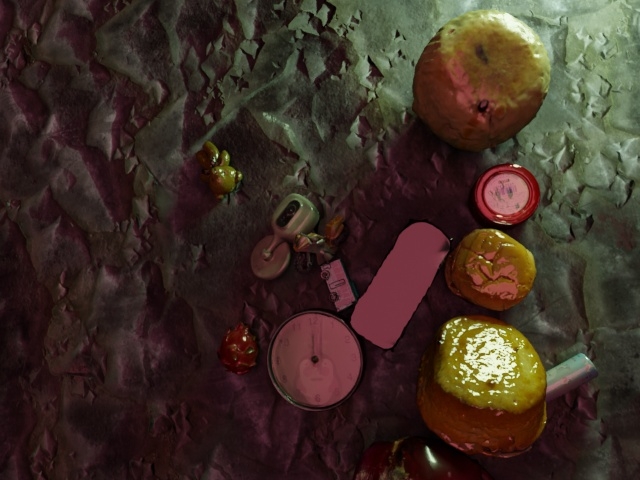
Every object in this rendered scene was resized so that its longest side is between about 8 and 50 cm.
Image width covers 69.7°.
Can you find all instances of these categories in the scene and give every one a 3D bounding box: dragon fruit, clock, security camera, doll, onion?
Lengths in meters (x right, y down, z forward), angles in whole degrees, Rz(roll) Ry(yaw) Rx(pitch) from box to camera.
[{"bbox_3d":[-0.260,0.344,1.458,0.136,0.133,0.166,8,86,18],"label":"dragon fruit"},{"bbox_3d":[-0.015,0.372,1.444,0.318,0.066,0.319,-2,82,11],"label":"clock"},{"bbox_3d":[-0.130,-0.011,1.488,0.157,0.080,0.302,37,91,35],"label":"security camera"},{"bbox_3d":[-0.364,-0.247,1.573,0.137,0.097,0.209,-43,72,9],"label":"doll"},{"bbox_3d":[0.251,0.741,1.167,0.397,0.399,0.420,14,52,12],"label":"onion"}]

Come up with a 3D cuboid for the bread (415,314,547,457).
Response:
[{"bbox_3d":[0.426,0.375,1.231,0.336,0.204,0.358,1,42,14],"label":"bread"}]

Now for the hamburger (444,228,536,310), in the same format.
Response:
[{"bbox_3d":[0.488,0.083,1.337,0.244,0.163,0.245,-1,84,12],"label":"hamburger"}]

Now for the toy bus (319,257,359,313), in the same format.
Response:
[{"bbox_3d":[0.062,0.143,1.451,0.091,0.079,0.160,-22,78,6],"label":"toy bus"}]

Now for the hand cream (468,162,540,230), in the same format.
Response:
[{"bbox_3d":[0.545,-0.127,1.374,0.192,0.125,0.193,-1,85,9],"label":"hand cream"}]

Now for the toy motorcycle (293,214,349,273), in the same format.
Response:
[{"bbox_3d":[0.000,0.000,1.426,0.229,0.130,0.094,-39,34,-25],"label":"toy motorcycle"}]

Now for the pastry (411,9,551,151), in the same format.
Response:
[{"bbox_3d":[0.452,-0.449,1.336,0.388,0.312,0.389,0,93,5],"label":"pastry"}]

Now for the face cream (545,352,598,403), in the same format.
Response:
[{"bbox_3d":[0.663,0.408,1.308,0.229,0.075,0.075,-32,79,4],"label":"face cream"}]

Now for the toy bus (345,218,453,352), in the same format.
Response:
[{"bbox_3d":[0.239,0.124,1.376,0.171,0.162,0.387,31,90,10],"label":"toy bus"}]
